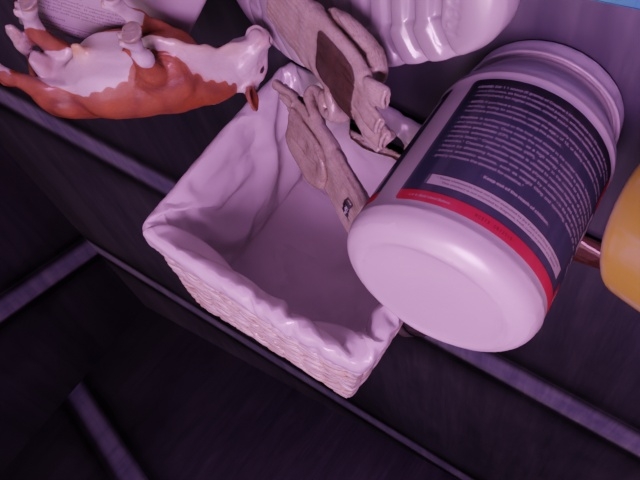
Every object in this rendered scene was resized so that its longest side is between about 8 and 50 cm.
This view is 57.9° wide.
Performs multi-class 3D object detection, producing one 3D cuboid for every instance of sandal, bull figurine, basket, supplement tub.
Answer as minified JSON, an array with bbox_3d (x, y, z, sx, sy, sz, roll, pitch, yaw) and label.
[{"bbox_3d":[0.035,-0.255,0.576,0.416,0.102,0.169,33,150,46],"label":"sandal"},{"bbox_3d":[-0.214,-0.200,0.653,0.311,0.101,0.188,-6,164,15],"label":"bull figurine"},{"bbox_3d":[0.000,0.000,0.810,0.329,0.331,0.266,30,156,15],"label":"basket"},{"bbox_3d":[0.168,-0.047,0.572,0.191,0.272,0.191,29,155,15],"label":"supplement tub"}]

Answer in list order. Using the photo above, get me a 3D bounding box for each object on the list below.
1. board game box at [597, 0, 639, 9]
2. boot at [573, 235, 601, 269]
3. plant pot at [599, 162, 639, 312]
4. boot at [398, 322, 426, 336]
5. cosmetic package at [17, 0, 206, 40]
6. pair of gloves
[{"bbox_3d":[0.282,-0.225,0.384,0.210,0.047,0.160,25,153,23],"label":"board game box"},{"bbox_3d":[0.356,0.009,0.719,0.114,0.037,0.106,31,153,22],"label":"boot"},{"bbox_3d":[0.386,0.018,0.473,0.239,0.254,0.254,33,160,47],"label":"plant pot"},{"bbox_3d":[0.203,0.101,1.032,0.229,0.091,0.263,-3,139,46],"label":"boot"},{"bbox_3d":[-0.190,-0.343,0.576,0.197,0.155,0.366,9,165,-26],"label":"cosmetic package"},{"bbox_3d":[0.009,-0.139,0.601,0.204,0.042,0.240,54,159,27],"label":"pair of gloves"}]
